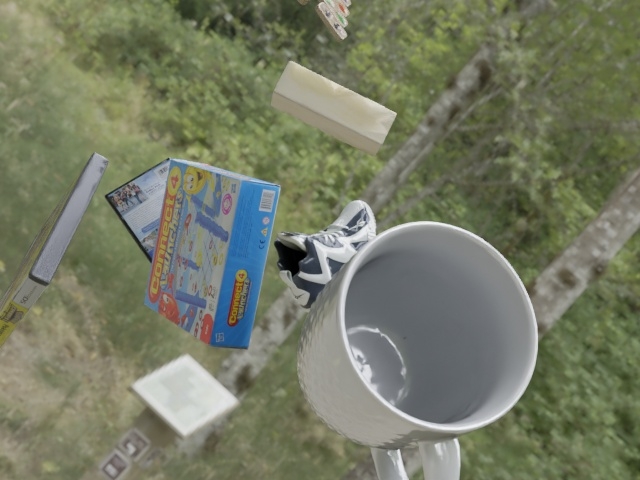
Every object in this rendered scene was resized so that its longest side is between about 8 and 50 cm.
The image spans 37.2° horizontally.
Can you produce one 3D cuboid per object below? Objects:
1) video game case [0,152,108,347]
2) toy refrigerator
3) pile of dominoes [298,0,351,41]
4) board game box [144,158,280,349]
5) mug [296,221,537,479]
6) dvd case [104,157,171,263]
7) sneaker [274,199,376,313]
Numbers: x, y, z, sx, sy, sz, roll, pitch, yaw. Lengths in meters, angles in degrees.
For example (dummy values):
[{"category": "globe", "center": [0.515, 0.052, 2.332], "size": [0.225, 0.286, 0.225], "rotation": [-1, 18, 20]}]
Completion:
[{"category": "video game case", "center": [-0.441, 0.024, 1.512], "size": [0.035, 0.275, 0.248], "rotation": [31, -47, -17]}, {"category": "toy refrigerator", "center": [0.029, -0.301, 2.160], "size": [0.269, 0.094, 0.102], "rotation": [27, -12, 0]}, {"category": "pile of dominoes", "center": [-0.009, -0.412, 1.343], "size": [0.196, 0.040, 0.251], "rotation": [42, 34, -26]}, {"category": "board game box", "center": [-0.214, 0.017, 1.812], "size": [0.086, 0.308, 0.302], "rotation": [8, 6, -34]}, {"category": "mug", "center": [0.112, 0.202, 1.321], "size": [0.328, 0.276, 0.374], "rotation": [131, -48, -64]}, {"category": "dvd case", "center": [-0.357, -0.058, 2.179], "size": [0.253, 0.180, 0.022], "rotation": [51, -15, 24]}, {"category": "sneaker", "center": [0.000, 0.000, 1.621], "size": [0.094, 0.235, 0.153], "rotation": [3, -32, 48]}]
